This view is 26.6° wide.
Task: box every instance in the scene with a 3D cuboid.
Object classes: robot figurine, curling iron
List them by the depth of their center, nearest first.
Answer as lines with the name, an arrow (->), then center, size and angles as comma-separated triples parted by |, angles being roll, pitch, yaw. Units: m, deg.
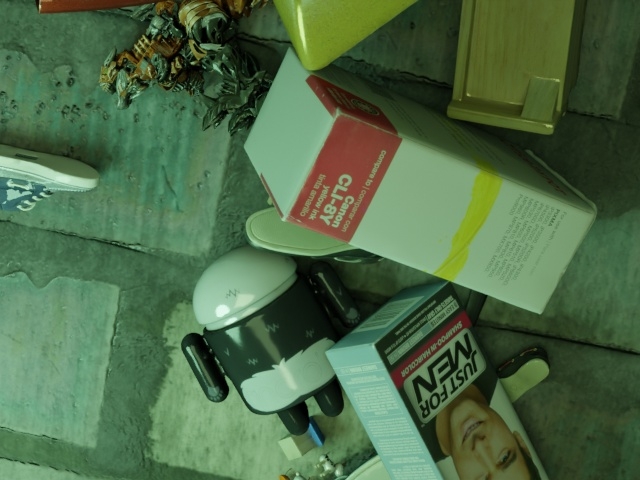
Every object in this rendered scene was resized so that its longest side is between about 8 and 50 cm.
robot figurine -> -0.068, 0.138, 1.953 | 0.173, 0.209, 0.278 | -16, 107, 53
curling iron -> 0.259, 0.033, 1.960 | 0.068, 0.035, 0.274 | 25, 105, -1

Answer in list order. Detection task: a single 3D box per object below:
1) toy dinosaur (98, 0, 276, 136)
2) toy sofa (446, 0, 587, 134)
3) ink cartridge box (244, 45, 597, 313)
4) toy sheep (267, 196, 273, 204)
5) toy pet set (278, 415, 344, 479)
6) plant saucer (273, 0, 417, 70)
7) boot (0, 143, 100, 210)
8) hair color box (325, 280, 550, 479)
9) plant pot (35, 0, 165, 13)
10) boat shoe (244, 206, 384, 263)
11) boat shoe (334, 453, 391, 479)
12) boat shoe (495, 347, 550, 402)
toy dinosaur -> -0.154, -0.268, 1.875 | 0.322, 0.164, 0.218 | -34, 82, 34
toy sofa -> 0.269, -0.337, 1.775 | 0.150, 0.177, 0.363 | 11, 120, 15
ink cartridge box -> 0.123, -0.078, 1.762 | 0.384, 0.279, 0.160 | 20, 107, -21
toy sheep -> -0.024, -0.080, 1.937 | 0.132, 0.091, 0.091 | 20, 106, -14
toy pet set -> -0.012, 0.332, 2.053 | 0.122, 0.065, 0.114 | -28, 92, 52
plant saucer -> 0.038, -0.433, 1.673 | 0.333, 0.081, 0.333 | -33, 62, 19
boot -> -0.416, -0.081, 1.989 | 0.190, 0.069, 0.086 | 15, 112, 10
hair color box -> 0.178, 0.268, 1.937 | 0.113, 0.185, 0.374 | -14, 107, 50
plant pot -> -0.251, -0.438, 1.784 | 0.235, 0.267, 0.267 | 1, 105, -14
boat shoe -> 0.000, 0.000, 1.916 | 0.233, 0.084, 0.079 | 0, 149, -24
boat shoe -> 0.054, 0.408, 2.054 | 0.095, 0.079, 0.254 | 28, 108, -4
boat shoe -> 0.282, 0.205, 2.000 | 0.133, 0.042, 0.049 | -36, 108, 27
